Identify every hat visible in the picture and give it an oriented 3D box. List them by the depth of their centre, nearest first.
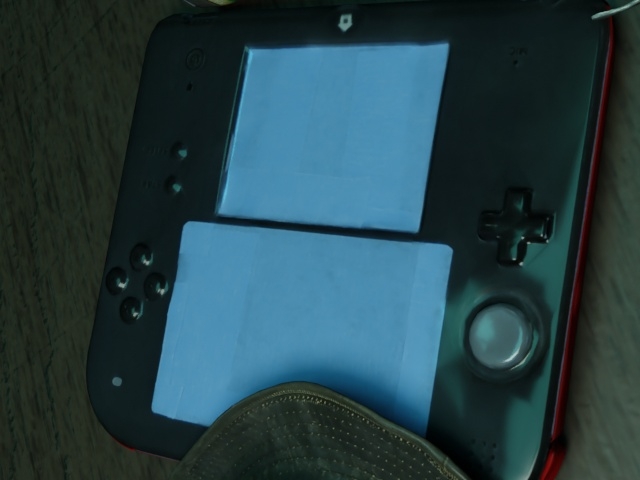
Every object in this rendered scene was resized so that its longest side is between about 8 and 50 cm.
[{"bbox_3d":[-0.031,0.259,0.668,0.331,0.134,0.331,6,101,34],"label":"hat"}]

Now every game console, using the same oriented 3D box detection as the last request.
[{"bbox_3d":[0.000,0.000,0.769,0.387,0.060,0.341,6,88,34],"label":"game console"}]

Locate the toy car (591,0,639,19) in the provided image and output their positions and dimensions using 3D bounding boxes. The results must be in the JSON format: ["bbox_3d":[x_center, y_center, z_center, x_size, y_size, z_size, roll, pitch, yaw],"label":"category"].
[{"bbox_3d":[0.241,-0.107,0.568,0.188,0.155,0.148,7,87,45],"label":"toy car"}]

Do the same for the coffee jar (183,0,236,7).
[{"bbox_3d":[-0.044,-0.225,0.805,0.184,0.096,0.079,-4,75,34],"label":"coffee jar"}]
